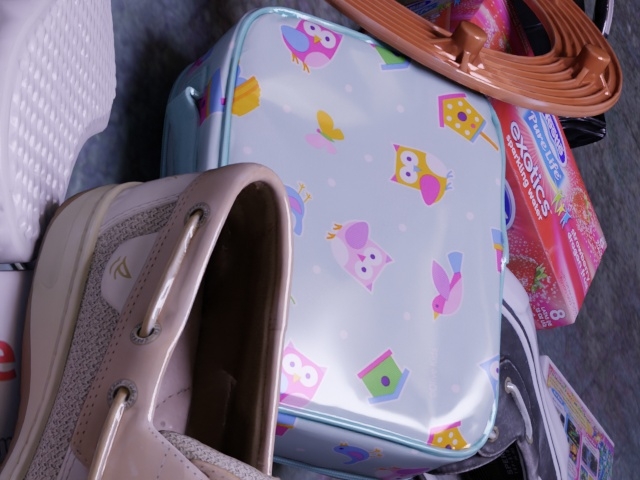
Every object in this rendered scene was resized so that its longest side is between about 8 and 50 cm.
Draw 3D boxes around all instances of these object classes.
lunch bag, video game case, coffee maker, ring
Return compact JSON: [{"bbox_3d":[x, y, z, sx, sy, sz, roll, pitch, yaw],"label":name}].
[{"bbox_3d":[0.000,0.000,1.015,0.224,0.108,0.279,15,62,-23],"label":"lunch bag"},{"bbox_3d":[0.224,0.205,1.476,0.157,0.019,0.143,50,40,-38],"label":"video game case"},{"bbox_3d":[0.181,-0.175,1.471,0.171,0.120,0.178,2,75,-35],"label":"coffee maker"},{"bbox_3d":[0.079,-0.203,1.166,0.336,0.032,0.337,25,29,-14],"label":"ring"}]

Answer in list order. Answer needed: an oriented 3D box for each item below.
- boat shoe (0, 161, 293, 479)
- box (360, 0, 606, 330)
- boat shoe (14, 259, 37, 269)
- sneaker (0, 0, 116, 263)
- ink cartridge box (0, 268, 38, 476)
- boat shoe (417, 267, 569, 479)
[{"bbox_3d":[-0.062,0.107,0.623,0.109,0.098,0.302,38,48,-47],"label":"boat shoe"},{"bbox_3d":[0.121,-0.060,1.294,0.257,0.122,0.128,66,31,-20],"label":"box"},{"bbox_3d":[-0.136,0.015,0.915,0.133,0.042,0.049,59,37,-27],"label":"boat shoe"},{"bbox_3d":[-0.187,-0.096,0.791,0.366,0.150,0.135,-87,177,-70],"label":"sneaker"},{"bbox_3d":[-0.163,0.207,0.676,0.279,0.160,0.385,-1,80,-59],"label":"ink cartridge box"},{"bbox_3d":[0.112,0.123,1.207,0.335,0.121,0.119,57,33,-37],"label":"boat shoe"}]
